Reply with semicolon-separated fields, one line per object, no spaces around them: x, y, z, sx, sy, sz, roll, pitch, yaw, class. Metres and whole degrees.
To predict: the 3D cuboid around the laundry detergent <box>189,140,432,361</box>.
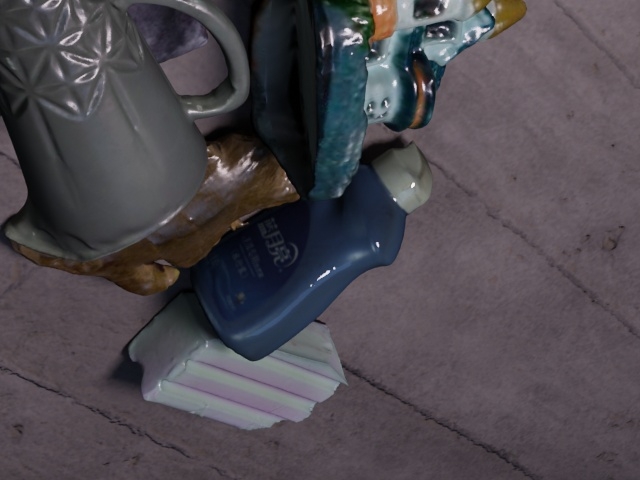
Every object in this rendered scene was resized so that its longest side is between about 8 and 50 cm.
0.000;0.000;1.800;0.290;0.143;0.094;-37;134;7;laundry detergent

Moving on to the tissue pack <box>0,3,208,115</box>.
-0.308;-0.227;1.373;0.394;0.124;0.288;-20;145;-8;tissue pack

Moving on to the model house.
0.086;-0.194;1.606;0.291;0.184;0.253;-16;136;-21;model house

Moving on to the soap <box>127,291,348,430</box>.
-0.091;0.141;1.945;0.145;0.091;0.230;-42;140;23;soap

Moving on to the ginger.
-0.145;-0.026;1.731;0.333;0.080;0.166;-29;130;-2;ginger

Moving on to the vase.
-0.189;-0.141;1.335;0.251;0.156;0.301;-22;137;-2;vase
